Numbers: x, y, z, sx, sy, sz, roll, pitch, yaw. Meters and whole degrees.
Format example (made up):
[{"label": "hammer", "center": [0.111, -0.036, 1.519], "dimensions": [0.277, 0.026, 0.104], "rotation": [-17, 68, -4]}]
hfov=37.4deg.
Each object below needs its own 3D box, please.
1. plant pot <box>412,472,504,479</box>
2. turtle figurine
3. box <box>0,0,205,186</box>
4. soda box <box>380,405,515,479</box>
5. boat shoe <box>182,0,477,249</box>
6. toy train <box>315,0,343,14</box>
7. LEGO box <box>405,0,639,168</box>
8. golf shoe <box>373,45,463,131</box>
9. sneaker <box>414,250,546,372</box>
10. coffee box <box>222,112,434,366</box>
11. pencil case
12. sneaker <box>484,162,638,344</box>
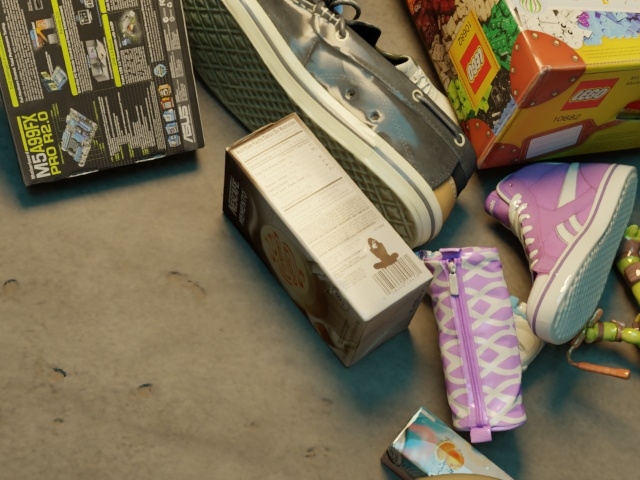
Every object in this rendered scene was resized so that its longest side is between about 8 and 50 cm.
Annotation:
[{"label": "plant pot", "center": [0.139, 0.323, 0.849], "dimensions": [0.284, 0.284, 0.191], "rotation": [38, 29, 12]}, {"label": "turtle figurine", "center": [0.417, 0.089, 1.099], "dimensions": [0.270, 0.087, 0.217], "rotation": [0, 50, 9]}, {"label": "box", "center": [-0.259, -0.215, 1.066], "dimensions": [0.216, 0.270, 0.060], "rotation": [-15, 25, -16]}, {"label": "soda box", "center": [0.153, 0.257, 0.978], "dimensions": [0.183, 0.063, 0.058], "rotation": [37, 63, 11]}, {"label": "boat shoe", "center": [-0.013, -0.205, 1.139], "dimensions": [0.500, 0.187, 0.156], "rotation": [45, 64, 8]}, {"label": "toy train", "center": [-0.005, -0.377, 1.292], "dimensions": [0.105, 0.080, 0.184], "rotation": [16, 60, 6]}, {"label": "LEGO box", "center": [0.384, -0.321, 1.230], "dimensions": [0.500, 0.193, 0.372], "rotation": [-9, 63, -21]}, {"label": "golf shoe", "center": [0.113, -0.191, 1.204], "dimensions": [0.176, 0.086, 0.069], "rotation": [26, 59, 3]}, {"label": "sneaker", "center": [0.168, 0.084, 1.075], "dimensions": [0.191, 0.071, 0.083], "rotation": [31, 67, 8]}, {"label": "coffee box", "center": [0.000, 0.000, 1.050], "dimensions": [0.098, 0.141, 0.246], "rotation": [-32, 70, -22]}, {"label": "pencil case", "center": [0.165, 0.103, 1.005], "dimensions": [0.086, 0.088, 0.206], "rotation": [-12, 86, 14]}, {"label": "sneaker", "center": [0.254, 0.005, 1.097], "dimensions": [0.161, 0.102, 0.282], "rotation": [11, 41, 27]}]
